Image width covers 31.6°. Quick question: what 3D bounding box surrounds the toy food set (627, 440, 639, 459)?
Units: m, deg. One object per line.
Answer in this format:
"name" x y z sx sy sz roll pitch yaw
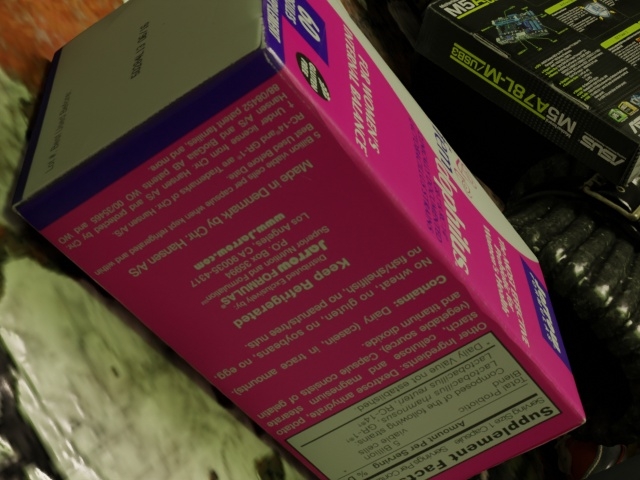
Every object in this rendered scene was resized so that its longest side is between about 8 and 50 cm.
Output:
"toy food set" 0.211 0.181 0.738 0.192 0.038 0.132 -51 140 -66

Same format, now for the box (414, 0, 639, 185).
"box" 0.197 -0.136 0.822 0.184 0.045 0.190 36 46 24

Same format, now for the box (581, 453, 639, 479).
"box" 0.250 0.182 0.573 0.184 0.261 0.103 58 21 -3

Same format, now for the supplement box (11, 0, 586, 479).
"supplement box" 0.000 0.000 0.459 0.220 0.114 0.111 48 22 -33

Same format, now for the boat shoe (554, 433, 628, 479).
"boat shoe" 0.181 0.140 0.777 0.043 0.049 0.137 38 18 3

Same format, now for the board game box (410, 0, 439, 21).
"board game box" 0.140 -0.211 1.043 0.136 0.030 0.259 57 -4 -2

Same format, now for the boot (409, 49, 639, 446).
"boot" 0.150 -0.030 0.821 0.348 0.131 0.260 34 46 26
